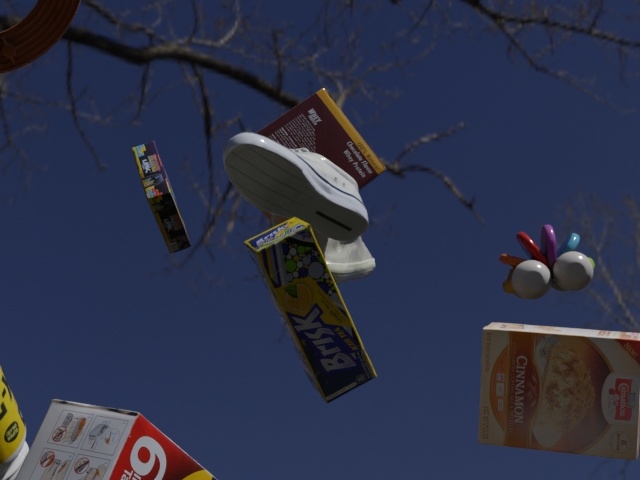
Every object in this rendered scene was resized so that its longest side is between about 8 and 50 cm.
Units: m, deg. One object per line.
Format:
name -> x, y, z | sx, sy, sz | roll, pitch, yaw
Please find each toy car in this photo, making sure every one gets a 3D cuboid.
toy car -> 0.436, 0.039, 2.111 | 0.182, 0.136, 0.159 | -12, -4, 3

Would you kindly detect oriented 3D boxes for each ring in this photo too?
ring -> -0.518, -0.413, 1.615 | 0.337, 0.336, 0.032 | 20, 5, -21

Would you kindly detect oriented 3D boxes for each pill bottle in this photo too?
pill bottle -> -0.401, 0.196, 1.216 | 0.119, 0.119, 0.208 | -4, -55, 10

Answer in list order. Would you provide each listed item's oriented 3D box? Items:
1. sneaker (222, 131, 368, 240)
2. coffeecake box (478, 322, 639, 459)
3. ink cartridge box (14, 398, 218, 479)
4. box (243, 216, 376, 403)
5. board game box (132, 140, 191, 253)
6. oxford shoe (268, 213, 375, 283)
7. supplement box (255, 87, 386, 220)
sneaker -> -0.038, -0.084, 1.475 | 0.094, 0.091, 0.258 | -35, -44, 23
coffeecake box -> 0.288, 0.177, 1.301 | 0.186, 0.142, 0.068 | 3, 3, 18
ink cartridge box -> -0.232, 0.372, 1.168 | 0.130, 0.309, 0.272 | 3, -32, 30
box -> -0.009, 0.066, 1.039 | 0.059, 0.054, 0.168 | -27, -74, -10
board game box -> -0.301, -0.081, 2.068 | 0.048, 0.141, 0.170 | -18, -37, -4
oxford shoe -> 0.000, 0.000, 1.751 | 0.169, 0.130, 0.449 | -1, 0, 6
supplement box -> -0.027, -0.135, 1.980 | 0.191, 0.194, 0.129 | 52, -26, 0
